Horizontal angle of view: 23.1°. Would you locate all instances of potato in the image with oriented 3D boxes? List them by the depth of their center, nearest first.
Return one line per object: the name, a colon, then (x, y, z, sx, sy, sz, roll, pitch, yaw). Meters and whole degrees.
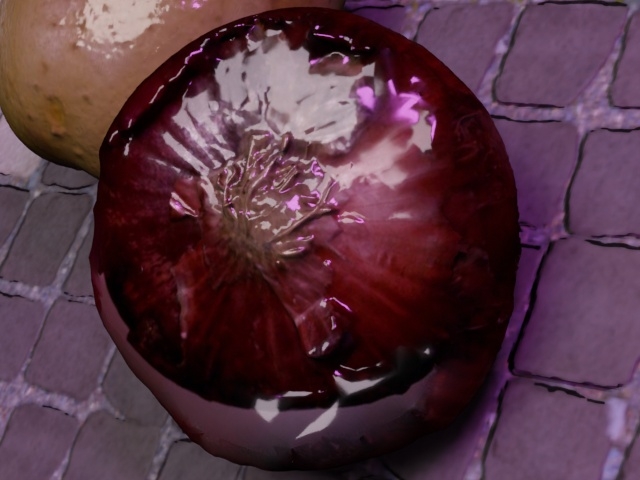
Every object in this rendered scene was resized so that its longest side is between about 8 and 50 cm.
potato: (-0.123, -0.140, 1.093, 0.286, 0.242, 0.242, 15, 74, 24)

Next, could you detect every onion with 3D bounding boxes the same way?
onion: (0.000, 0.000, 0.946, 0.272, 0.195, 0.272, 3, 97, 20)
